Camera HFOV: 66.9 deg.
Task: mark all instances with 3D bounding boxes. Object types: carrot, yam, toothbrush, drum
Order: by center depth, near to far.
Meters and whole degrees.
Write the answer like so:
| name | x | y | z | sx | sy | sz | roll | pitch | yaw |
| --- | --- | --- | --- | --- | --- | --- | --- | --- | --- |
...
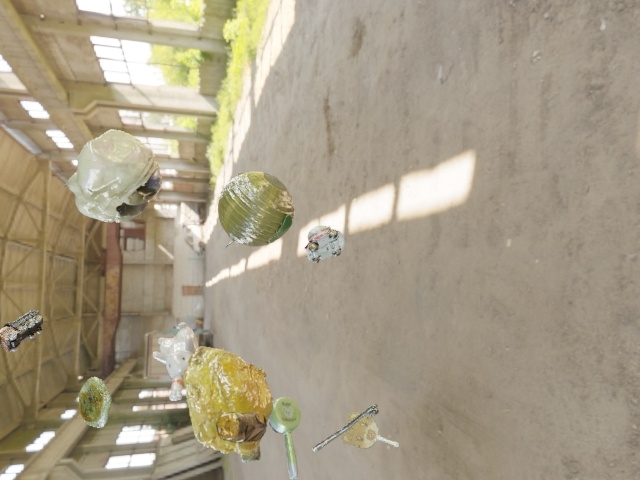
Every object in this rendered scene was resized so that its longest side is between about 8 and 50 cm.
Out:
| name | x | y | z | sx | sy | sz | roll | pitch | yaw |
| --- | --- | --- | --- | --- | --- | --- | --- | --- | --- |
| carrot | -0.164 | 0.397 | 1.034 | 0.228 | 0.069 | 0.069 | 67 | -163 | -67 |
| drum | -0.095 | 0.647 | 1.613 | 0.049 | 0.130 | 0.253 | -42 | 61 | 32 |
| toothbrush | 0.088 | 0.677 | 1.740 | 0.297 | 0.030 | 0.030 | -38 | 42 | 13 |
| yam | -0.277 | 0.767 | 1.889 | 0.078 | 0.078 | 0.179 | 118 | 147 | -58 |

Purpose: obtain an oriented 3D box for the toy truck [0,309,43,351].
| name | x | y | z | sx | sy | sz | roll | pitch | yaw |
| --- | --- | --- | --- | --- | --- | --- | --- | --- | --- |
| toy truck | -1.274 | 0.381 | 2.066 | 0.192 | 0.092 | 0.083 | -50 | -19 | -55 |

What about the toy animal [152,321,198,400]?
| name | x | y | z | sx | sy | sz | roll | pitch | yaw |
| --- | --- | --- | --- | --- | --- | --- | --- | --- | --- |
| toy animal | -0.489 | 0.411 | 1.689 | 0.138 | 0.141 | 0.282 | 60 | 179 | -24 |

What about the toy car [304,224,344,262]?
| name | x | y | z | sx | sy | sz | roll | pitch | yaw |
| --- | --- | --- | --- | --- | --- | --- | --- | --- | --- |
| toy car | 0.000 | 0.000 | 1.668 | 0.112 | 0.139 | 0.112 | 53 | 163 | 41 |

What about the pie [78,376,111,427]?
| name | x | y | z | sx | sy | sz | roll | pitch | yaw |
| --- | --- | --- | --- | --- | --- | --- | --- | --- | --- |
| pie | -0.843 | 0.603 | 1.807 | 0.187 | 0.041 | 0.186 | -1 | 88 | 35 |

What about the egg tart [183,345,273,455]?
| name | x | y | z | sx | sy | sz | roll | pitch | yaw |
| --- | --- | --- | --- | --- | --- | --- | --- | --- | --- |
| egg tart | -0.248 | 0.432 | 1.384 | 0.351 | 0.153 | 0.339 | 49 | -169 | -39 |

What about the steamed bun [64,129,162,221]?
| name | x | y | z | sx | sy | sz | roll | pitch | yaw |
| --- | --- | --- | --- | --- | --- | --- | --- | --- | --- |
| steamed bun | -0.603 | -0.178 | 1.479 | 0.275 | 0.206 | 0.320 | -59 | 7 | -2 |

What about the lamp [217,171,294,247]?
| name | x | y | z | sx | sy | sz | roll | pitch | yaw |
| --- | --- | --- | --- | --- | --- | --- | --- | --- | --- |
| lamp | -0.218 | -0.077 | 1.546 | 0.284 | 0.250 | 0.250 | -53 | 28 | 16 |

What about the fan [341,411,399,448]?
| name | x | y | z | sx | sy | sz | roll | pitch | yaw |
| --- | --- | --- | --- | --- | --- | --- | --- | --- | --- |
| fan | 0.203 | 0.775 | 1.933 | 0.152 | 0.227 | 0.008 | -60 | -19 | -49 |
